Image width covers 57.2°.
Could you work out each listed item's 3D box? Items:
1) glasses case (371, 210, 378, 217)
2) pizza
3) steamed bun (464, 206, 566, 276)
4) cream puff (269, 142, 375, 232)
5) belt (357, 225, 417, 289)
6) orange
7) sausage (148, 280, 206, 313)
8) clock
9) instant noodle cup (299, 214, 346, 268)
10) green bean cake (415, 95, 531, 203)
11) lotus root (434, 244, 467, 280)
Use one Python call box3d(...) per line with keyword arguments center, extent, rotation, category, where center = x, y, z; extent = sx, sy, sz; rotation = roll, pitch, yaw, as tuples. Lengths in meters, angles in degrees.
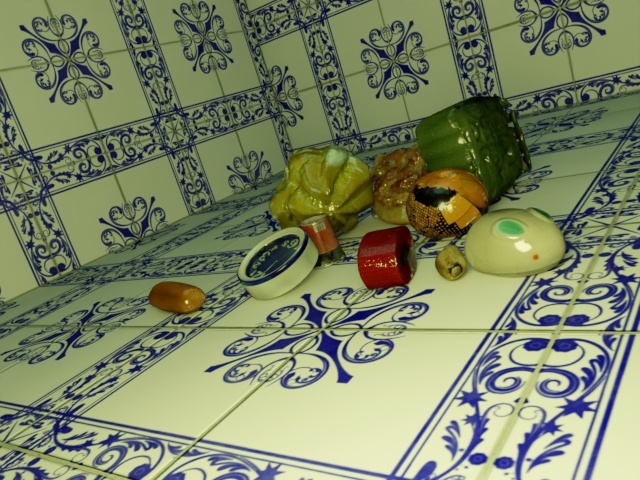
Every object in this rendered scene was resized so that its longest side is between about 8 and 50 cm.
box3d(center=(0.200, -0.096, 2.102), extent=(0.032, 0.021, 0.083), rotation=(-18, 14, 1), category="glasses case")
box3d(center=(0.268, -0.199, 1.982), extent=(0.277, 0.114, 0.409), rotation=(-41, 35, 27), category="pizza")
box3d(center=(0.416, -0.004, 1.274), extent=(0.177, 0.131, 0.228), rotation=(-21, 12, -22), category="steamed bun")
box3d(center=(0.019, -0.126, 1.911), extent=(0.378, 0.378, 0.276), rotation=(-20, 52, -11), category="cream puff")
box3d(center=(0.155, 0.041, 1.424), extent=(0.124, 0.128, 0.201), rotation=(-10, 17, 23), category="belt")
box3d(center=(0.356, -0.103, 1.650), extent=(0.234, 0.183, 0.234), rotation=(-5, 20, 2), category="orange")
box3d(center=(-0.426, 0.166, 1.730), extent=(0.238, 0.098, 0.098), rotation=(0, 22, 47), category="sausage")
box3d(center=(-0.119, 0.063, 1.643), extent=(0.230, 0.083, 0.230), rotation=(-27, 29, 16), category="clock")
box3d(center=(-0.002, 0.001, 1.746), extent=(0.127, 0.136, 0.127), rotation=(-17, 13, 4), category="instant noodle cup")
box3d(center=(0.488, -0.278, 1.854), extent=(0.218, 0.335, 0.319), rotation=(-17, 13, 45), category="green bean cake")
box3d(center=(0.298, 0.051, 1.343), extent=(0.072, 0.063, 0.152), rotation=(-56, 8, 21), category="lotus root")
